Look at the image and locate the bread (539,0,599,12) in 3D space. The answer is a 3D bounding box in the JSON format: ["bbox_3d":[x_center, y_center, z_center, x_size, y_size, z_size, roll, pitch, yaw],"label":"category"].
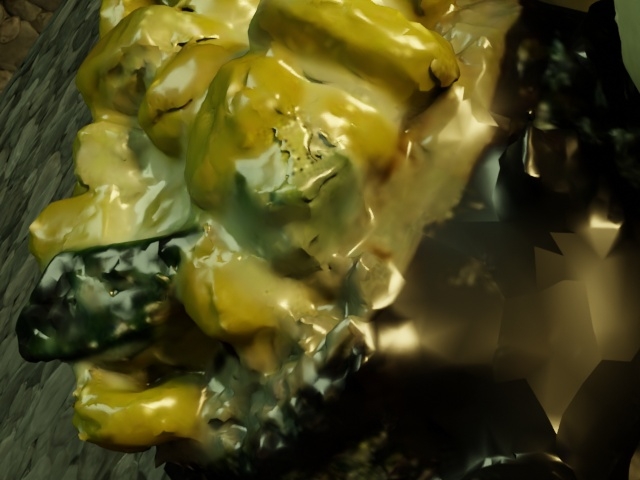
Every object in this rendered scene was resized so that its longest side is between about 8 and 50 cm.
[{"bbox_3d":[0.074,-0.213,1.079,0.279,0.207,0.279,-29,36,51],"label":"bread"}]

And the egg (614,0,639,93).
[{"bbox_3d":[0.207,-0.132,0.691,0.217,0.183,0.183,-48,21,-1],"label":"egg"}]

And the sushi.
[{"bbox_3d":[0.000,0.000,0.837,0.328,0.285,0.328,-42,27,36],"label":"sushi"}]
